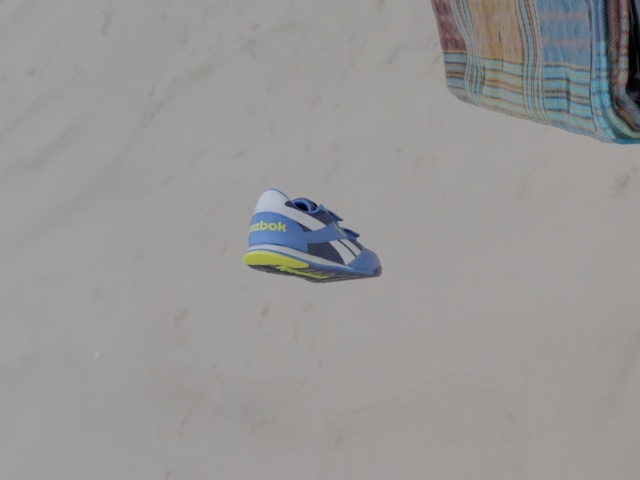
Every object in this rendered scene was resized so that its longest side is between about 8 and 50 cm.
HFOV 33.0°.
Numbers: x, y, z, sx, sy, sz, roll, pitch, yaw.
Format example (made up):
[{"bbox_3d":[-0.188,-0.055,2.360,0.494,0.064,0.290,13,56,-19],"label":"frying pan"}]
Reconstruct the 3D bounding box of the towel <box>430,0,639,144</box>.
[{"bbox_3d":[0.113,-0.205,0.692,0.040,0.271,0.370,-14,12,-6],"label":"towel"}]

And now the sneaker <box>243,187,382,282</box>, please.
[{"bbox_3d":[0.000,0.000,0.821,0.053,0.144,0.059,-10,74,34],"label":"sneaker"}]
